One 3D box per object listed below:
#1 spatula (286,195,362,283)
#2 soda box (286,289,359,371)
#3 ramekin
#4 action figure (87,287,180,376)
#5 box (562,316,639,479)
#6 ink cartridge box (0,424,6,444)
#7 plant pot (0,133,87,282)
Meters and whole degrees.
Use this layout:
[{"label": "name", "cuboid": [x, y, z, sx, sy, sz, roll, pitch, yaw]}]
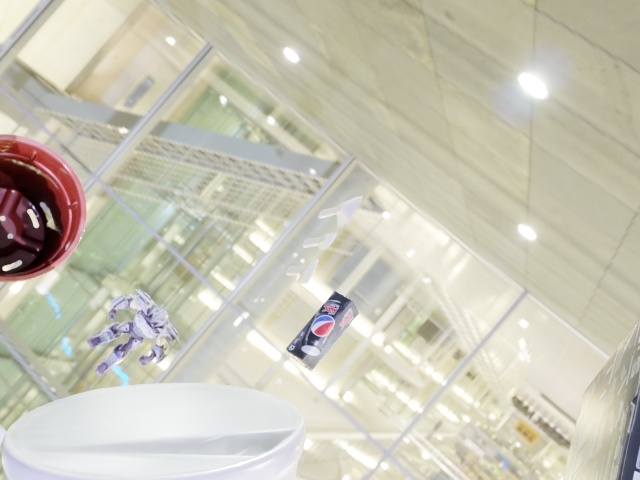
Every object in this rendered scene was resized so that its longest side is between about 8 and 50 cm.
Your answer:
[{"label": "spatula", "cuboid": [0.000, 0.000, 1.268, 0.019, 0.168, 0.242, 30, 173, -9]}, {"label": "soda box", "cuboid": [0.006, 0.191, 1.600, 0.053, 0.169, 0.060, 27, 158, 36]}, {"label": "ramekin", "cuboid": [-0.148, 0.227, 0.695, 0.273, 0.127, 0.273, 1, -176, 0]}, {"label": "action figure", "cuboid": [-0.449, 0.225, 1.808, 0.099, 0.285, 0.185, -26, -94, -52]}, {"label": "box", "cuboid": [0.358, 0.258, 0.895, 0.076, 0.307, 0.242, 22, 141, 12]}, {"label": "ink cartridge box", "cuboid": [-0.717, 0.399, 1.582, 0.088, 0.052, 0.122, 31, 162, -23]}, {"label": "plant pot", "cuboid": [-0.621, -0.039, 1.471, 0.272, 0.272, 0.265, 41, 155, -16]}]
